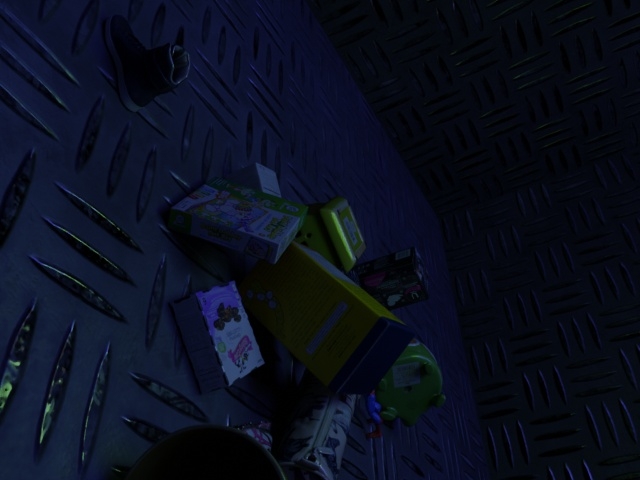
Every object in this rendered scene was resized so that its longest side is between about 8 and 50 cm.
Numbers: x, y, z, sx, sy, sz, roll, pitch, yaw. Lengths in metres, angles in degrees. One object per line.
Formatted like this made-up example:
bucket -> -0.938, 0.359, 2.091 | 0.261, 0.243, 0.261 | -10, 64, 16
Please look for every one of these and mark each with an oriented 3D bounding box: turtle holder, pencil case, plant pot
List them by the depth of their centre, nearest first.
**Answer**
plant pot -> -0.139, 0.460, 0.981 | 0.293, 0.275, 0.274 | 63, 16, -61
pencil case -> -0.005, 0.432, 1.398 | 0.160, 0.183, 0.410 | 35, 27, -4
plant pot -> 0.000, 0.000, 1.780 | 0.228, 0.207, 0.227 | 68, 20, -8
turtle holder -> 0.287, 0.461, 2.027 | 0.320, 0.243, 0.227 | 49, 11, -25

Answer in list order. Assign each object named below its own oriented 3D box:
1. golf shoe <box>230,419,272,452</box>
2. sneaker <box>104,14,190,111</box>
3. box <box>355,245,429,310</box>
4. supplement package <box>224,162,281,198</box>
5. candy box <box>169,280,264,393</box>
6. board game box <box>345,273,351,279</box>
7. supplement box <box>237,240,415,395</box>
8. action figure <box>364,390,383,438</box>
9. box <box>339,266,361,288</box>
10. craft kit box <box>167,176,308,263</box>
golf shoe -> -0.148, 0.411, 1.228 | 0.186, 0.068, 0.085 | 26, 48, -61
sneaker -> -0.368, -0.409, 1.310 | 0.086, 0.164, 0.226 | 6, 64, -65
box -> 0.255, 0.150, 2.212 | 0.142, 0.247, 0.163 | 61, 23, -27
supplement package -> -0.166, -0.094, 1.596 | 0.105, 0.105, 0.179 | 20, 53, -64
candy box -> -0.210, 0.196, 1.267 | 0.196, 0.070, 0.165 | 70, 21, 2
board game box -> 0.013, 0.157, 1.780 | 0.026, 0.126, 0.186 | 50, 19, 10
supplement box -> 0.007, 0.172, 1.420 | 0.357, 0.195, 0.194 | 39, 5, 30
action figure -> 0.110, 0.465, 1.813 | 0.091, 0.139, 0.280 | -81, 167, -58
box -> 0.085, 0.152, 2.004 | 0.175, 0.051, 0.220 | -68, 145, -59
craft kit box -> -0.176, -0.053, 1.375 | 0.250, 0.247, 0.060 | -60, 170, -65
